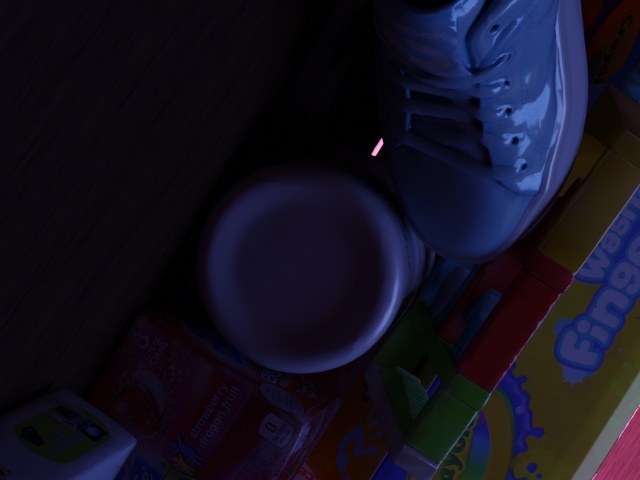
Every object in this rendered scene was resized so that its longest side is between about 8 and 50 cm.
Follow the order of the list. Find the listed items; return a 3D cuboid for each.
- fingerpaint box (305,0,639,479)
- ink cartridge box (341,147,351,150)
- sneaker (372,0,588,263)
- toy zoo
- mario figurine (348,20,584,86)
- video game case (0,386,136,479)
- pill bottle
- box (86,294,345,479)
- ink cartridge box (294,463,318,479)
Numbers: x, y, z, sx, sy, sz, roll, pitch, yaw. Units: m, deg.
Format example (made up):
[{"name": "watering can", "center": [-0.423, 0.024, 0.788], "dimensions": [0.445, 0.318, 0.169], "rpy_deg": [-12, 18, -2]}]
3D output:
[{"name": "fingerpaint box", "center": [0.151, 0.009, 1.425], "dimensions": [0.445, 0.163, 0.371], "rpy_deg": [-58, -161, 2]}, {"name": "ink cartridge box", "center": [0.000, 0.000, 1.394], "dimensions": [0.122, 0.052, 0.088], "rpy_deg": [-53, 171, -35]}, {"name": "sneaker", "center": [0.068, -0.126, 0.977], "dimensions": [0.150, 0.135, 0.366], "rpy_deg": [-41, 141, -45]}, {"name": "toy zoo", "center": [0.129, 0.003, 1.155], "dimensions": [0.293, 0.030, 0.192], "rpy_deg": [-56, -169, 9]}, {"name": "mario figurine", "center": [0.178, -0.193, 1.202], "dimensions": [0.320, 0.170, 0.198], "rpy_deg": [-46, -153, 4]}, {"name": "video game case", "center": [-0.218, 0.220, 0.904], "dimensions": [0.269, 0.061, 0.244], "rpy_deg": [-59, 171, 13]}, {"name": "pill bottle", "center": [0.008, 0.006, 1.179], "dimensions": [0.131, 0.131, 0.229], "rpy_deg": [-59, 173, 12]}, {"name": "box", "center": [-0.110, 0.177, 1.140], "dimensions": [0.257, 0.128, 0.122], "rpy_deg": [-59, 172, 11]}, {"name": "ink cartridge box", "center": [0.024, 0.155, 1.778], "dimensions": [0.203, 0.148, 0.086], "rpy_deg": [-61, 172, 22]}]
